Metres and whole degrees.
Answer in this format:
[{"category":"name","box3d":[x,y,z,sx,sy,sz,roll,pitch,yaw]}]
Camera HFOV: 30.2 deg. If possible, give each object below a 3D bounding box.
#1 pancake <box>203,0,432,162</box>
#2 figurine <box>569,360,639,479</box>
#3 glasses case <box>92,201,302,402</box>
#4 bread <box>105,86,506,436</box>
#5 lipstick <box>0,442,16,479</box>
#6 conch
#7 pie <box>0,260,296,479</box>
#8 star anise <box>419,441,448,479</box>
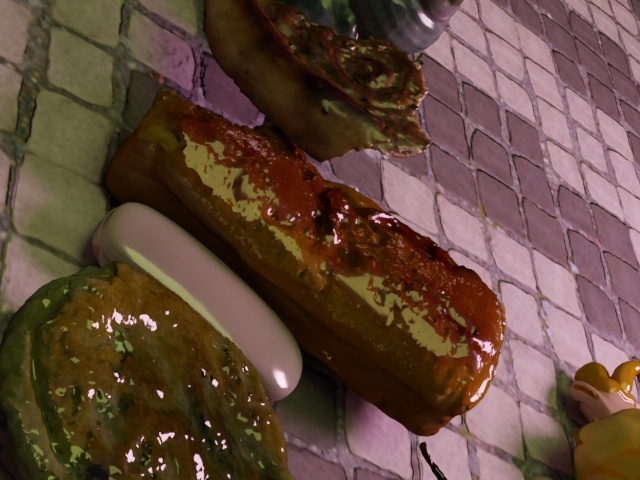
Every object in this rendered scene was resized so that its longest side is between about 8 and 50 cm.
[{"category":"pancake","box3d":[-0.009,-0.157,1.080,0.257,0.056,0.212,23,40,-6]},{"category":"figurine","box3d":[0.321,0.214,1.235,0.156,0.131,0.246,34,24,-21]},{"category":"glasses case","box3d":[-0.095,0.050,0.943,0.204,0.051,0.081,44,33,-13]},{"category":"bread","box3d":[0.000,0.000,1.038,0.380,0.109,0.185,38,37,-9]},{"category":"lipstick","box3d":[-0.222,0.146,0.684,0.253,0.079,0.077,52,32,-8]},{"category":"conch","box3d":[0.020,-0.255,1.245,0.195,0.277,0.220,12,87,-64]},{"category":"pie","box3d":[-0.100,0.133,0.787,0.277,0.078,0.277,54,16,-24]},{"category":"star anise","box3d":[0.094,0.259,0.951,0.097,0.070,0.191,-9,78,-41]}]
